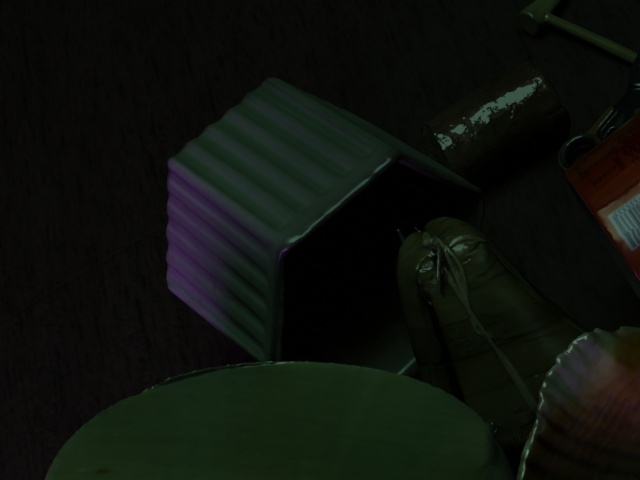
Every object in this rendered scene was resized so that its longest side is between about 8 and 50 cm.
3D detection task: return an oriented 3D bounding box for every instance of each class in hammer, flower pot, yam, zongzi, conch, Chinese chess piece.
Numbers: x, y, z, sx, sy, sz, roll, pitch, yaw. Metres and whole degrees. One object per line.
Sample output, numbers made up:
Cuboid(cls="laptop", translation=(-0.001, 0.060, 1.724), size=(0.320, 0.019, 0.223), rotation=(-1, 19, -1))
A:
Cuboid(cls="hammer", translation=(0.275, -0.192, 1.751), size=(0.060, 0.028, 0.195), rotation=(-37, 46, -21))
Cuboid(cls="flower pot", translation=(0.000, 0.000, 1.554), size=(0.209, 0.239, 0.189), rotation=(-15, 34, -32))
Cuboid(cls="yam", translation=(0.157, -0.104, 1.678), size=(0.127, 0.084, 0.084), rotation=(-29, 42, -6))
Cuboid(cls="zongzi", translation=(0.167, 0.064, 1.443), size=(0.197, 0.194, 0.099), rotation=(-17, 14, 5))
Cuboid(cls="conch", translation=(0.254, 0.206, 1.233), size=(0.263, 0.186, 0.324), rotation=(-15, 45, -3))
Cuboid(cls="Chinese chess piece", translation=(-0.030, 0.217, 1.317), size=(0.349, 0.146, 0.349), rotation=(-3, 22, 1))

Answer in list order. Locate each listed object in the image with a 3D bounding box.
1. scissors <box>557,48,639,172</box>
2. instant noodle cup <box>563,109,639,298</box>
Cuboid(cls="scissors", translation=(0.290, -0.141, 1.675), size=(0.088, 0.017, 0.220), rotation=(10, 60, 34))
Cuboid(cls="instant noodle cup", translation=(0.317, -0.024, 1.410), size=(0.192, 0.250, 0.250), rotation=(-32, 42, 5))
